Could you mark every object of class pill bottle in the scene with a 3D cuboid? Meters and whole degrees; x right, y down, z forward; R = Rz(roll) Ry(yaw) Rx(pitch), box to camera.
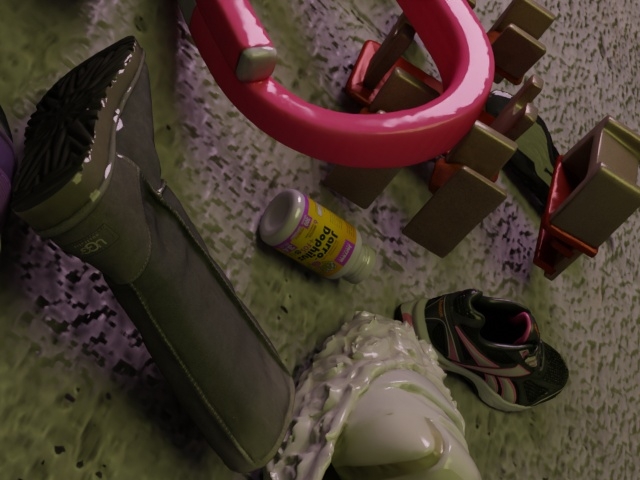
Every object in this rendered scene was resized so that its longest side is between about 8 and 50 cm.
[{"bbox_3d":[0.000,0.000,0.727,0.083,0.043,0.043,31,48,-31],"label":"pill bottle"}]

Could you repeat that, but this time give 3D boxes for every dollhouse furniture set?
[{"bbox_3d":[0.139,-0.084,0.874,0.259,0.135,0.262,31,46,-8],"label":"dollhouse furniture set"}]

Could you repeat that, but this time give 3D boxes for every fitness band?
[{"bbox_3d":[0.007,-0.175,0.744,0.209,0.054,0.291,-9,56,-26],"label":"fitness band"}]

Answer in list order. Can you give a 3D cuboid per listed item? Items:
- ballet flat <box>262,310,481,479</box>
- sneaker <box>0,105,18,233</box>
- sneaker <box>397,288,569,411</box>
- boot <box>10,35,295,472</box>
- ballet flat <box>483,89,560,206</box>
[{"bbox_3d":[0.027,0.184,0.581,0.147,0.147,0.409,47,41,-16],"label":"ballet flat"},{"bbox_3d":[-0.271,-0.084,0.469,0.283,0.107,0.124,39,30,-31],"label":"sneaker"},{"bbox_3d":[0.147,0.086,0.805,0.178,0.077,0.072,21,55,-39],"label":"sneaker"},{"bbox_3d":[-0.083,0.005,0.591,0.208,0.076,0.189,50,27,-32],"label":"boot"},{"bbox_3d":[0.212,-0.073,1.002,0.057,0.049,0.173,-39,96,-14],"label":"ballet flat"}]
